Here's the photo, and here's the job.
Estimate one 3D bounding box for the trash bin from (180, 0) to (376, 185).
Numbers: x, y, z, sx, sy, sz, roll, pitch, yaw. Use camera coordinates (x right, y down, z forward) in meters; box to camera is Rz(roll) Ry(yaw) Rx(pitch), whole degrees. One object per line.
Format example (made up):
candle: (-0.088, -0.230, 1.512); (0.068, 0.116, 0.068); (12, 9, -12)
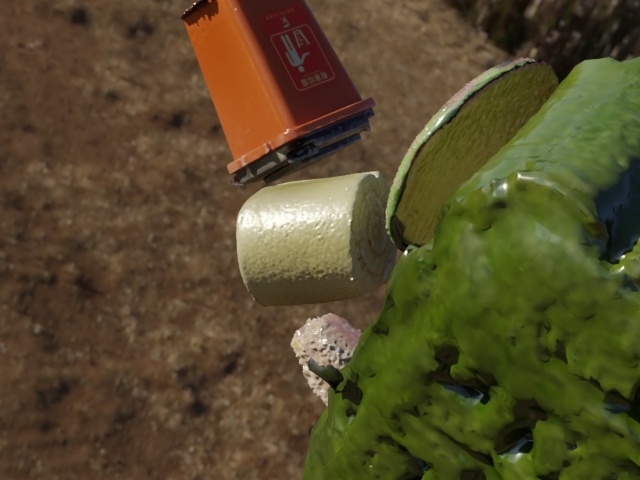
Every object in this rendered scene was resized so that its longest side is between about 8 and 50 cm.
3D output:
trash bin: (-0.067, -0.199, 1.607); (0.161, 0.184, 0.239); (-26, 90, -38)

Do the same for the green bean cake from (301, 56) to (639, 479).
green bean cake: (0.168, 0.108, 0.693); (0.335, 0.319, 0.218); (34, 45, 9)

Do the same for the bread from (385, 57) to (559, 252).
bread: (0.146, -0.080, 1.231); (0.228, 0.228, 0.033); (-7, 42, -48)

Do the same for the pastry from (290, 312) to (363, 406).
pastry: (0.066, 0.201, 1.671); (0.103, 0.112, 0.265); (-25, 77, -46)

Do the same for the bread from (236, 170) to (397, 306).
bread: (0.000, 0.000, 1.375); (0.141, 0.134, 0.148); (-7, 21, 25)
